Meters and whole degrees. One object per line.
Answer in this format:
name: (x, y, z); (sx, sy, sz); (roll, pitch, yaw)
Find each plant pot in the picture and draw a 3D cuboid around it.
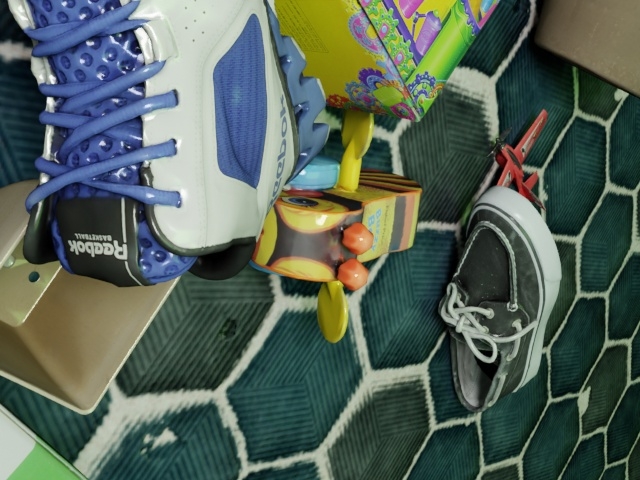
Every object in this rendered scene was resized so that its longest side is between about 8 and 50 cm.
plant pot: (0.350, -0.284, 0.829); (0.263, 0.263, 0.229); (7, 117, -47)
plant pot: (-0.175, 0.025, 0.480); (0.109, 0.096, 0.109); (-59, 137, -13)

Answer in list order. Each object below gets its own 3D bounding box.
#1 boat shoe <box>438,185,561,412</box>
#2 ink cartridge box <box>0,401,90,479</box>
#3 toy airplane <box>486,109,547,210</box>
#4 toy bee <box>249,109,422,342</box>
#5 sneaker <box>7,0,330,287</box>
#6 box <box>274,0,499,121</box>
boat shoe: (0.186, 0.080, 0.870); (0.105, 0.113, 0.306); (-35, 143, -25)
ink cartridge box: (-0.286, 0.114, 0.377); (0.211, 0.121, 0.289); (-48, 133, -23)
toy airplane: (0.234, -0.080, 0.918); (0.151, 0.028, 0.151); (-20, 119, -40)
toy bee: (0.000, 0.000, 0.607); (0.298, 0.162, 0.195); (-32, 127, -35)
sneaker: (-0.088, -0.083, 0.376); (0.316, 0.127, 0.182); (62, 33, -46)
box: (0.015, -0.286, 0.503); (0.279, 0.177, 0.290); (-55, 135, -16)
